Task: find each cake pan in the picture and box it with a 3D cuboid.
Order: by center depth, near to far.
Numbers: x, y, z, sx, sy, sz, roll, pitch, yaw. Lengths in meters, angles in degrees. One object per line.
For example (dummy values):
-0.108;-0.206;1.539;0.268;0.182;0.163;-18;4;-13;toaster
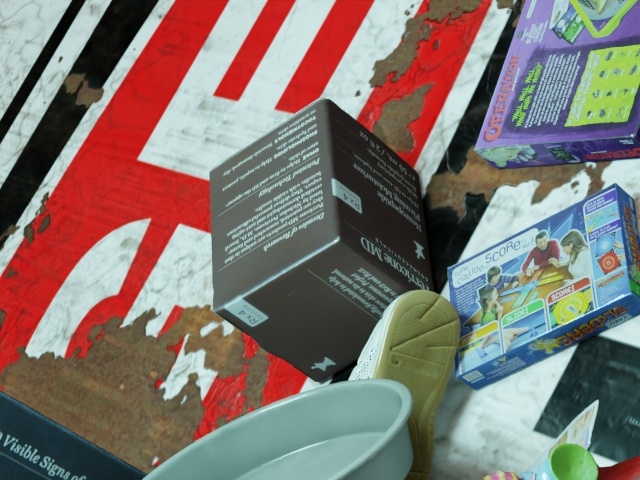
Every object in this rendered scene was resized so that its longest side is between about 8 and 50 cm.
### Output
-0.044;0.215;1.727;0.293;0.054;0.293;-23;13;5;cake pan

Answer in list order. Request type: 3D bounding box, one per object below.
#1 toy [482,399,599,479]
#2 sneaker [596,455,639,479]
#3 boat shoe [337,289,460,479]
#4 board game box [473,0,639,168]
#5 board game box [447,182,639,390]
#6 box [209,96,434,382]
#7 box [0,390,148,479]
0.159;0.236;1.664;0.237;0.056;0.137;127;164;-52;toy
0.302;0.207;1.598;0.279;0.107;0.118;-8;51;43;sneaker
0.059;0.183;1.893;0.277;0.098;0.096;-68;13;-7;boat shoe
0.296;-0.237;1.999;0.208;0.056;0.346;1;62;42;board game box
0.215;0.045;1.871;0.201;0.035;0.136;-28;44;30;board game box
0.000;0.000;2.023;0.167;0.168;0.203;-31;43;26;box
-0.385;0.391;1.868;0.297;0.480;0.471;4;64;49;box
